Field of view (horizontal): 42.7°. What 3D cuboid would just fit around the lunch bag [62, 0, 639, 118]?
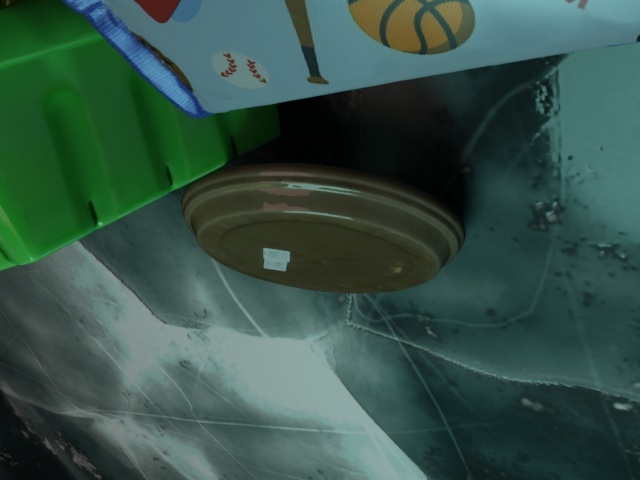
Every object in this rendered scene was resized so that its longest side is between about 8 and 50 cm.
[{"bbox_3d":[0.045,-0.283,0.364,0.328,0.385,0.239,0,153,35],"label":"lunch bag"}]

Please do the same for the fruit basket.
[{"bbox_3d":[-0.227,-0.193,0.665,0.283,0.392,0.392,-11,119,42],"label":"fruit basket"}]

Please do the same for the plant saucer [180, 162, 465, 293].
[{"bbox_3d":[0.000,0.000,0.797,0.278,0.041,0.278,7,161,2],"label":"plant saucer"}]
